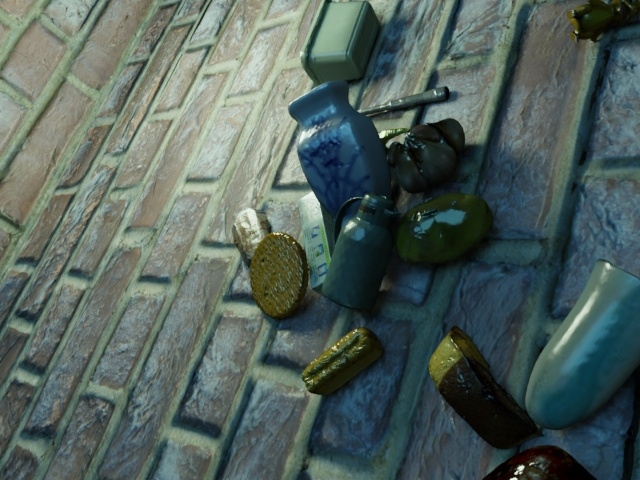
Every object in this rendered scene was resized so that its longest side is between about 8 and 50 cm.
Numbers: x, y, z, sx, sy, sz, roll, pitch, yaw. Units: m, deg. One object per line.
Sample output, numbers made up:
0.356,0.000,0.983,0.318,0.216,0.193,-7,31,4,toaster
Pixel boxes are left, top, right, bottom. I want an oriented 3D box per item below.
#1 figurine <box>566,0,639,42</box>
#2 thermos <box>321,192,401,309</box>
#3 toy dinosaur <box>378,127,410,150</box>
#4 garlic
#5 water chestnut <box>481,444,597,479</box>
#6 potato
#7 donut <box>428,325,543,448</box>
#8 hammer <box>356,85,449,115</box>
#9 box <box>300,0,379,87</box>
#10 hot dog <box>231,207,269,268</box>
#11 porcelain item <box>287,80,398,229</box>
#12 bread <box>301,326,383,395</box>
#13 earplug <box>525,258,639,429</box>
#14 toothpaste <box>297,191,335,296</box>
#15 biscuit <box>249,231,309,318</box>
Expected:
0.734,-0.589,1.560,0.176,0.121,0.122,-9,28,18,figurine
0.099,0.017,1.518,0.182,0.145,0.286,27,107,41,thermos
0.151,-0.284,1.768,0.260,0.153,0.094,-5,61,26,toy dinosaur
0.293,-0.223,1.604,0.214,0.191,0.160,-20,75,13,garlic
0.379,0.487,0.984,0.245,0.289,0.289,-24,49,10,water chestnut
0.297,-0.033,1.473,0.248,0.143,0.169,-22,64,23,potato
0.309,0.303,1.241,0.112,0.151,0.295,-50,44,14,donut
0.203,-0.429,1.890,0.427,0.044,0.152,-9,58,33,hammer
0.078,-0.691,2.084,0.183,0.175,0.311,5,64,31,box
-0.210,-0.003,1.910,0.131,0.069,0.252,-30,49,6,hot dog
0.062,-0.217,1.643,0.243,0.178,0.404,-24,83,23,porcelain item
0.051,0.297,1.469,0.211,0.114,0.083,-40,61,8,bread
0.506,0.217,1.136,0.324,0.185,0.185,-53,44,5,earplug
0.000,0.000,1.740,0.081,0.067,0.336,-29,47,21,toothpaste
-0.121,0.100,1.729,0.254,0.035,0.253,-6,81,46,biscuit
